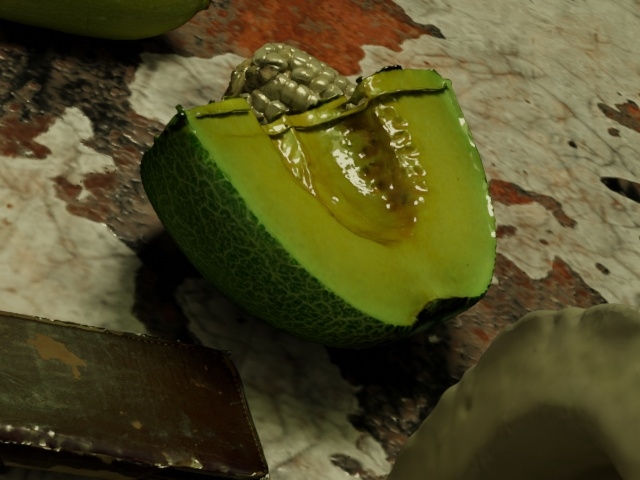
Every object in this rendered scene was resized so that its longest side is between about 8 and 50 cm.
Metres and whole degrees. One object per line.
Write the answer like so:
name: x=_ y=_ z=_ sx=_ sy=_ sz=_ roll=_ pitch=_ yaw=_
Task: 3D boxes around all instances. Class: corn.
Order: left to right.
corn: x=0.030 y=-0.067 z=1.174 sx=0.211 sy=0.087 sz=0.087 roll=25 pitch=31 yaw=1

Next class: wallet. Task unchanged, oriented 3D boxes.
wallet: x=-0.143 y=0.081 z=0.875 sx=0.232 sy=0.031 sz=0.122 roll=14 pitch=29 yaw=-24

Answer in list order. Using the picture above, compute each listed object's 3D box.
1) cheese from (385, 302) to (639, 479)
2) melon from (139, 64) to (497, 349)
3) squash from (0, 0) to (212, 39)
cheese: x=0.144 y=0.201 z=0.652 sx=0.153 sy=0.292 sz=0.332 roll=7 pitch=43 yaw=-30
melon: x=0.000 y=0.000 z=1.030 sx=0.265 sy=0.129 sz=0.169 roll=-14 pitch=71 yaw=-52
squash: x=-0.163 y=-0.205 z=1.208 sx=0.186 sy=0.123 sz=0.123 roll=9 pitch=35 yaw=-25
